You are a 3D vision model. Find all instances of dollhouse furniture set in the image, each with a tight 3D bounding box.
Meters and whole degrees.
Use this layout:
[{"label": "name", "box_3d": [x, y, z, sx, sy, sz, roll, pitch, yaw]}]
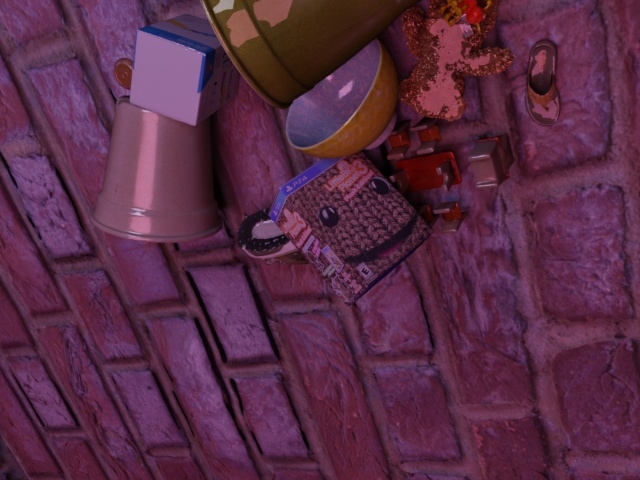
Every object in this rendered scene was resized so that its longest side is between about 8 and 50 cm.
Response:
[{"label": "dollhouse furniture set", "box_3d": [0.295, -0.164, 1.423, 0.259, 0.135, 0.262, -6, 116, 35]}]

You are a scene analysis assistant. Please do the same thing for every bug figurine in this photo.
[{"label": "bug figurine", "box_3d": [0.253, -0.485, 1.086, 0.072, 0.279, 0.216, -36, 94, 0]}]

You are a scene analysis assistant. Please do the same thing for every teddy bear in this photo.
[{"label": "teddy bear", "box_3d": [0.279, -0.424, 1.289, 0.245, 0.113, 0.338, 0, 110, 14]}]

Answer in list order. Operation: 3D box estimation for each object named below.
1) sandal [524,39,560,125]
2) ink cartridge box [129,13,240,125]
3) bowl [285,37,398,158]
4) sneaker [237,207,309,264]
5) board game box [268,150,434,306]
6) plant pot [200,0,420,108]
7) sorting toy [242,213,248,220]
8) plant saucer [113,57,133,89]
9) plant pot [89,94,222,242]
[{"label": "sandal", "box_3d": [0.464, -0.324, 1.295, 0.072, 0.049, 0.180, 1, 117, 20]}, {"label": "ink cartridge box", "box_3d": [-0.299, -0.399, 1.428, 0.168, 0.233, 0.171, 20, 122, 7]}, {"label": "bowl", "box_3d": [0.074, -0.288, 1.361, 0.156, 0.290, 0.289, 30, 130, -34]}, {"label": "sneaker", "box_3d": [0.000, 0.000, 1.623, 0.410, 0.158, 0.182, -1, 152, 14]}, {"label": "board game box", "box_3d": [0.068, -0.041, 1.428, 0.291, 0.232, 0.141, 48, 153, 9]}, {"label": "plant pot", "box_3d": [-0.002, -0.501, 1.213, 0.352, 0.366, 0.367, -22, 108, 20]}, {"label": "sorting toy", "box_3d": [-0.177, -0.026, 1.709, 0.083, 0.045, 0.075, 12, 140, 14]}, {"label": "plant saucer", "box_3d": [-0.507, -0.432, 1.616, 0.083, 0.015, 0.083, 9, 120, 16]}, {"label": "plant pot", "box_3d": [-0.399, -0.194, 1.552, 0.333, 0.334, 0.306, 14, 111, 13]}]
